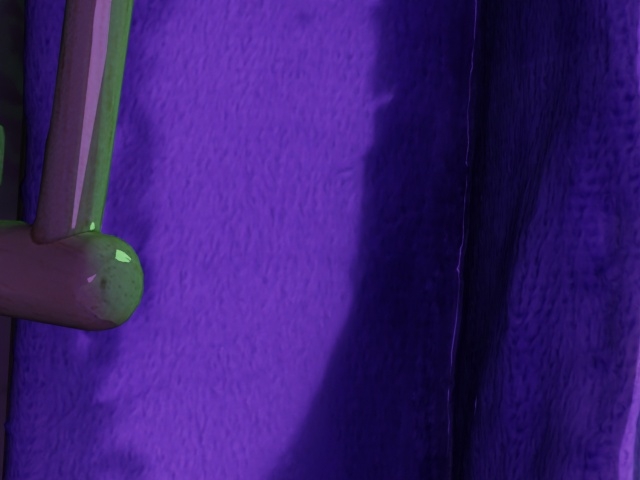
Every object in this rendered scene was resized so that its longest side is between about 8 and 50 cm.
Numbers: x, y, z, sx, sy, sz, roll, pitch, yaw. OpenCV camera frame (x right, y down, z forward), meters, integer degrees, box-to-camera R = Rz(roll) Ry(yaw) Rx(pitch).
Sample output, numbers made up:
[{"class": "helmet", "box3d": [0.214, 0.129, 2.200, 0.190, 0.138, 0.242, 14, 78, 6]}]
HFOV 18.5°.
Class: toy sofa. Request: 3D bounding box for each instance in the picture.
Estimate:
[{"class": "toy sofa", "box3d": [0.000, 0.000, 0.489, 0.150, 0.177, 0.362, 4, 89, -14]}]

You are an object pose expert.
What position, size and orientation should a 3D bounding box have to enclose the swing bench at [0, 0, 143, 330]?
[{"class": "swing bench", "box3d": [-0.152, -0.122, 0.431, 0.165, 0.255, 0.253, 10, 88, -34]}]
